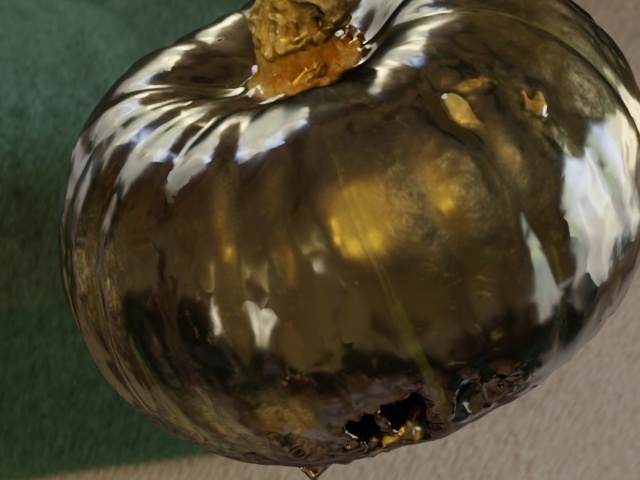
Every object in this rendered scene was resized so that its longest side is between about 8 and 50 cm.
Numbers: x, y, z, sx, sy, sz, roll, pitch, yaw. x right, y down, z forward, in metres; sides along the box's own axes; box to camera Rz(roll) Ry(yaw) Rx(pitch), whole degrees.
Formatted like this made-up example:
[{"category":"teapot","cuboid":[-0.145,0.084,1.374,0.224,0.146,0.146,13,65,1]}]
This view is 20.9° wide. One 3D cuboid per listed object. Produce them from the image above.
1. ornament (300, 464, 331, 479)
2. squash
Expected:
[{"category":"ornament","cuboid":[0.000,0.000,0.876,0.153,0.196,0.166,44,80,11]},{"category":"squash","cuboid":[0.010,-0.014,0.561,0.156,0.193,0.193,46,52,-19]}]
